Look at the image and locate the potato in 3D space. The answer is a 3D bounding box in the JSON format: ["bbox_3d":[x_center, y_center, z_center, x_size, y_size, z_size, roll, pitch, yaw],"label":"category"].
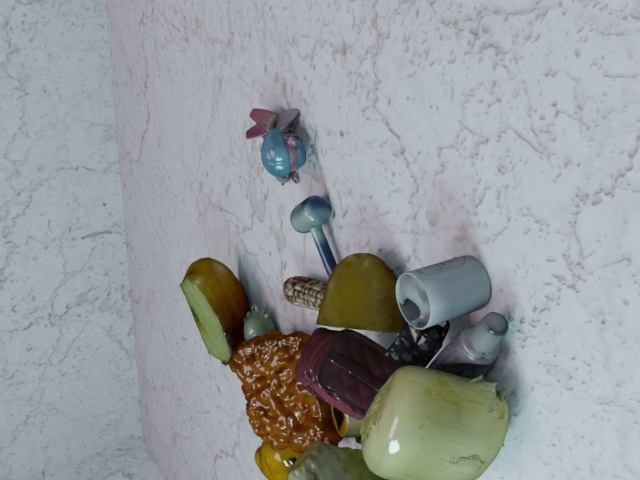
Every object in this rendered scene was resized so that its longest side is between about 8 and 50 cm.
[{"bbox_3d":[0.086,0.103,1.569,0.203,0.178,0.158,-179,93,-84],"label":"potato"}]

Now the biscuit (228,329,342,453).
[{"bbox_3d":[-0.095,0.387,2.025,0.318,0.110,0.312,-13,93,42],"label":"biscuit"}]

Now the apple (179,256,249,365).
[{"bbox_3d":[-0.291,0.214,2.293,0.254,0.179,0.346,-76,-20,-50],"label":"apple"}]

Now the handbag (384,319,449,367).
[{"bbox_3d":[0.186,0.164,1.422,0.072,0.139,0.115,35,129,8],"label":"handbag"}]

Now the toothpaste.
[{"bbox_3d":[0.243,0.214,1.365,0.099,0.068,0.282,32,138,8],"label":"toothpaste"}]

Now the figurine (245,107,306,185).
[{"bbox_3d":[-0.110,-0.211,1.836,0.260,0.103,0.205,-125,33,-53],"label":"figurine"}]

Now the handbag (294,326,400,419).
[{"bbox_3d":[0.069,0.274,1.611,0.225,0.146,0.135,37,160,-18],"label":"handbag"}]

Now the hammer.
[{"bbox_3d":[0.000,0.000,1.774,0.116,0.069,0.194,-32,80,61],"label":"hammer"}]

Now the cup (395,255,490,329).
[{"bbox_3d":[0.197,0.079,1.350,0.136,0.133,0.099,39,137,50],"label":"cup"}]

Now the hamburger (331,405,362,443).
[{"bbox_3d":[0.078,0.391,1.798,0.141,0.081,0.126,-121,31,-54],"label":"hamburger"}]

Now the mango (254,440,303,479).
[{"bbox_3d":[-0.112,0.618,2.255,0.157,0.109,0.262,62,157,5],"label":"mango"}]

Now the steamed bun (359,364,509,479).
[{"bbox_3d":[0.193,0.335,1.357,0.273,0.232,0.166,116,174,-54],"label":"steamed bun"}]

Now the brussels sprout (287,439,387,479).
[{"bbox_3d":[0.053,0.592,1.732,0.243,0.274,0.316,-35,68,18],"label":"brussels sprout"}]

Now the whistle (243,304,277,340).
[{"bbox_3d":[-0.155,0.297,2.183,0.110,0.092,0.244,-18,82,32],"label":"whistle"}]

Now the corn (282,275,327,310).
[{"bbox_3d":[-0.011,0.129,1.840,0.237,0.079,0.079,13,115,60],"label":"corn"}]
